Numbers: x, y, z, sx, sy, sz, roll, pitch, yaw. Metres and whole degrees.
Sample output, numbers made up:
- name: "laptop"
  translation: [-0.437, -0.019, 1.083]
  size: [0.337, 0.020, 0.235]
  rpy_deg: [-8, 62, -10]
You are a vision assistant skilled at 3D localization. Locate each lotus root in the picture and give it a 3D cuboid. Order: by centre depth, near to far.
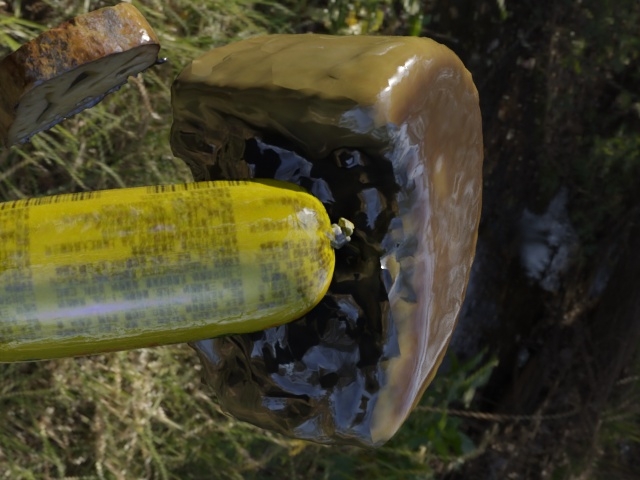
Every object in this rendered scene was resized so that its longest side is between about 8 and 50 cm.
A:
- name: "lotus root"
  translation: [-0.328, -0.208, 1.108]
  size: [0.261, 0.074, 0.170]
  rpy_deg: [-29, 179, 2]

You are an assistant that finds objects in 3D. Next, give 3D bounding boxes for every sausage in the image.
- name: "sausage"
  translation: [-0.144, 0.022, 0.666]
  size: [0.347, 0.123, 0.123]
  rpy_deg: [-6, 119, -9]

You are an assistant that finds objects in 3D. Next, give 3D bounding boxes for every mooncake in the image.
- name: "mooncake"
  translation: [0.000, 0.000, 0.862]
  size: [0.393, 0.246, 0.394]
  rpy_deg: [29, 78, -58]
